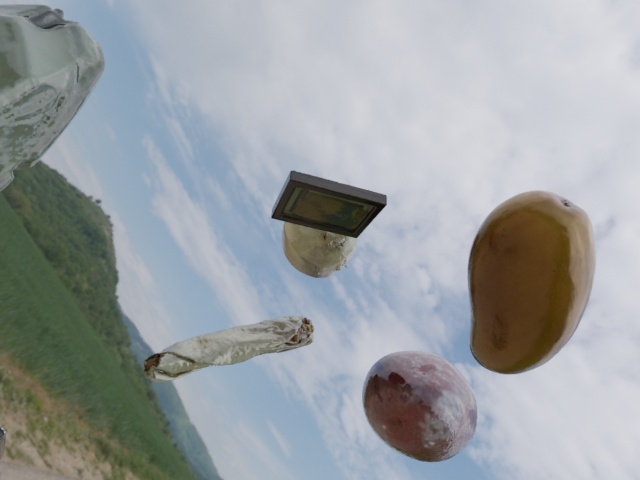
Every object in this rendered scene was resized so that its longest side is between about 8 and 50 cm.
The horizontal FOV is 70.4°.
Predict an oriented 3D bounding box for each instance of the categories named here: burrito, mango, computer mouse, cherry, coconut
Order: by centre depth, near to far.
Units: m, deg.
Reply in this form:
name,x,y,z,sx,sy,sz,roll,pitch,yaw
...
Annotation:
name,x,y,z,sx,sy,sz,roll,pitch,yaw
mango,0.179,0.046,0.405,0.102,0.085,0.183,28,-62,42
computer mouse,-0.457,-0.138,0.536,0.228,0.429,0.145,32,-31,15
cherry,0.203,0.339,0.936,0.285,0.236,0.212,15,75,-79
coconut,0.000,0.000,0.972,0.171,0.171,0.183,49,-18,16
burrito,-0.183,0.235,1.005,0.117,0.393,0.076,20,-65,60

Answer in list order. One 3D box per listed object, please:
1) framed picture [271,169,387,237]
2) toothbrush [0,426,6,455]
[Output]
name,x,y,z,sx,sy,sz,roll,pitch,yaw
framed picture,0.011,-0.058,0.786,0.128,0.169,0.023,127,-28,-57
toothbrush,-0.740,0.479,1.029,0.040,0.041,0.364,53,-46,8
